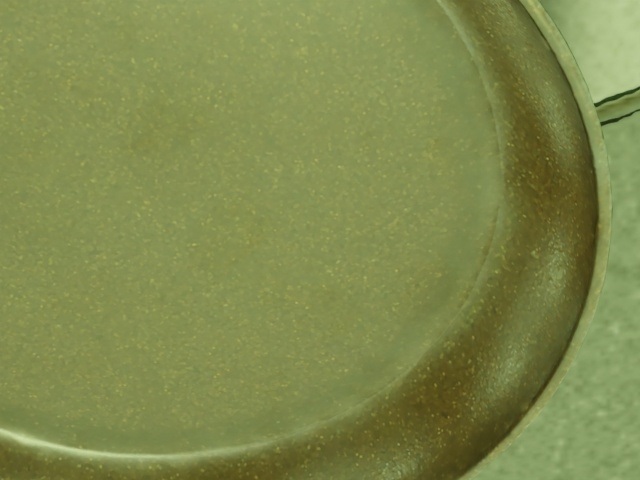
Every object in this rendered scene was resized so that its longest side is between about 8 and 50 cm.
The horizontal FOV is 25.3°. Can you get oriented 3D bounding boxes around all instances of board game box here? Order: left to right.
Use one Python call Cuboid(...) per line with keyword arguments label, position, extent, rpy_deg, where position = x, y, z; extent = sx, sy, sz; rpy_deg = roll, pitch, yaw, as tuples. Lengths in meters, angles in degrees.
Cuboid(label="board game box", position=(-0.028, -0.150, 0.421), extent=(0.160, 0.047, 0.210), rpy_deg=(-1, 127, 0))

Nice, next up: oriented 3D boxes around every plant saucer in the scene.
Cuboid(label="plant saucer", position=(-0.063, -0.005, 0.472), extent=(0.310, 0.050, 0.311), rpy_deg=(0, 129, 0))
